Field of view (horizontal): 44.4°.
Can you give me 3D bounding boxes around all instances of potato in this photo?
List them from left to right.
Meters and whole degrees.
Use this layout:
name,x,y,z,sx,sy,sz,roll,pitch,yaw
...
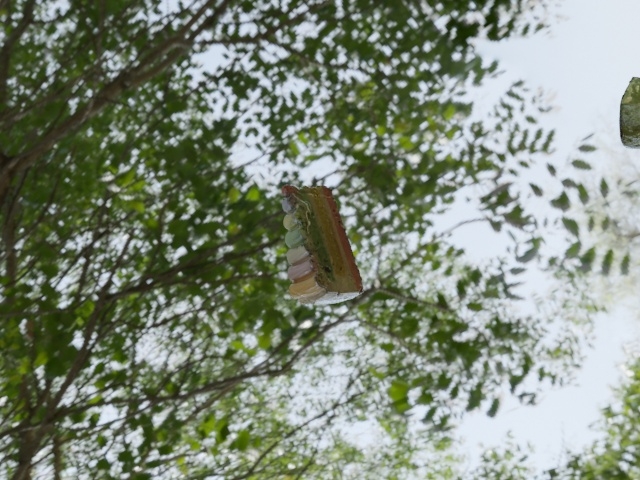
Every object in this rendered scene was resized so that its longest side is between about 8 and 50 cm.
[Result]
name,x,y,z,sx,sy,sz,roll,pitch,yaw
potato,0.552,-0.185,1.255,0.081,0.120,0.149,-61,-37,-20

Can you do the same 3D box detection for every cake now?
name,x,y,z,sx,sy,sz,roll,pitch,yaw
cake,-0.012,0.010,1.385,0.109,0.090,0.225,2,-120,-37
